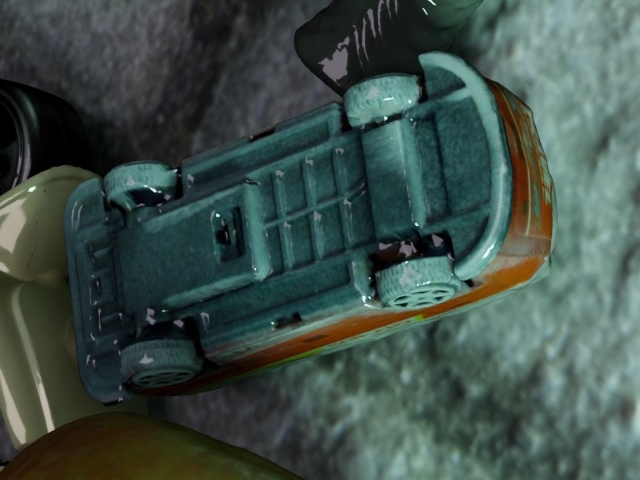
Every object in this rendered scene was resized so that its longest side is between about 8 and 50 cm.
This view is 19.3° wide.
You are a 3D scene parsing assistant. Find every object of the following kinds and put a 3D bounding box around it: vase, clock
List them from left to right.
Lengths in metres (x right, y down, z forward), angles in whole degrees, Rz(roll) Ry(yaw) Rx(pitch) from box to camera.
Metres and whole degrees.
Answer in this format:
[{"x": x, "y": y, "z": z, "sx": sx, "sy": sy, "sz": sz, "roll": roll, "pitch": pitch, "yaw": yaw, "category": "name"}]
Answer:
[{"x": -0.214, "y": 0.119, "z": 1.082, "sx": 0.379, "sy": 0.120, "sz": 0.276, "roll": -55, "pitch": 53, "yaw": 19, "category": "clock"}, {"x": 0.083, "y": -0.169, "z": 0.934, "sx": 0.237, "sy": 0.115, "sz": 0.115, "roll": -50, "pitch": 57, "yaw": 20, "category": "vase"}]

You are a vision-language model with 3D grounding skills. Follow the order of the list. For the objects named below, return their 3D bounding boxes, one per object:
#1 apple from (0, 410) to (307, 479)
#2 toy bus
[{"x": -0.063, "y": 0.215, "z": 0.852, "sx": 0.264, "sy": 0.264, "sz": 0.264, "roll": -8, "pitch": 76, "yaw": 34, "category": "apple"}, {"x": 0.000, "y": 0.000, "z": 0.941, "sx": 0.265, "sy": 0.120, "sz": 0.121, "roll": -20, "pitch": 69, "yaw": 31, "category": "toy bus"}]
